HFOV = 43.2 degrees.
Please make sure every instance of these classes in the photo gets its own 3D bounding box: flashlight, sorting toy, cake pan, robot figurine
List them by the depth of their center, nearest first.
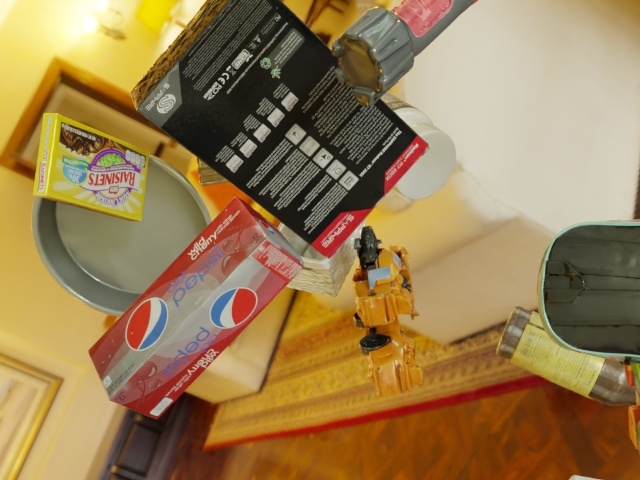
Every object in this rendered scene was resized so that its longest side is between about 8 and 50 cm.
[{"bbox_3d":[0.128,-0.293,0.969,0.304,0.103,0.103,-45,0,-31],"label":"flashlight"},{"bbox_3d":[0.463,0.231,1.156,0.208,0.038,0.193,-20,-76,-73],"label":"sorting toy"},{"bbox_3d":[0.098,0.097,1.176,0.291,0.085,0.211,-74,-25,-72],"label":"robot figurine"},{"bbox_3d":[-0.305,-0.015,1.279,0.293,0.293,0.054,-57,9,24],"label":"cake pan"}]

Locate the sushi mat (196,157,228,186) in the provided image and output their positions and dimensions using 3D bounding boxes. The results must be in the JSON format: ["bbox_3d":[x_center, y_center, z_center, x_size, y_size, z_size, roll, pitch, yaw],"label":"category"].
[{"bbox_3d":[-0.062,-0.187,1.380,0.019,0.316,0.152,-124,26,-65],"label":"sushi mat"}]

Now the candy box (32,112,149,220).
[{"bbox_3d":[-0.300,-0.092,1.078,0.206,0.027,0.105,19,-102,-67],"label":"candy box"}]

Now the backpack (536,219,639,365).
[{"bbox_3d":[0.341,0.057,0.923,0.144,0.188,0.166,21,-109,-85],"label":"backpack"}]

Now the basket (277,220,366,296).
[{"bbox_3d":[0.000,0.000,1.347,0.103,0.113,0.167,76,-147,-46],"label":"basket"}]

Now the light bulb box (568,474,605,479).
[{"bbox_3d":[0.624,0.678,1.528,0.361,0.357,0.225,-104,35,-51],"label":"light bulb box"}]

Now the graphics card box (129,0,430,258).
[{"bbox_3d":[-0.050,-0.167,1.133,0.233,0.371,0.094,-48,32,8],"label":"graphics card box"}]

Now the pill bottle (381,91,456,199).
[{"bbox_3d":[0.118,-0.198,1.547,0.283,0.161,0.161,43,108,47],"label":"pill bottle"}]

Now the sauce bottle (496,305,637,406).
[{"bbox_3d":[0.504,0.239,1.508,0.111,0.344,0.111,-56,-18,-28],"label":"sauce bottle"}]

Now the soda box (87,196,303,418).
[{"bbox_3d":[-0.146,0.080,0.949,0.263,0.083,0.092,-45,46,5],"label":"soda box"}]
